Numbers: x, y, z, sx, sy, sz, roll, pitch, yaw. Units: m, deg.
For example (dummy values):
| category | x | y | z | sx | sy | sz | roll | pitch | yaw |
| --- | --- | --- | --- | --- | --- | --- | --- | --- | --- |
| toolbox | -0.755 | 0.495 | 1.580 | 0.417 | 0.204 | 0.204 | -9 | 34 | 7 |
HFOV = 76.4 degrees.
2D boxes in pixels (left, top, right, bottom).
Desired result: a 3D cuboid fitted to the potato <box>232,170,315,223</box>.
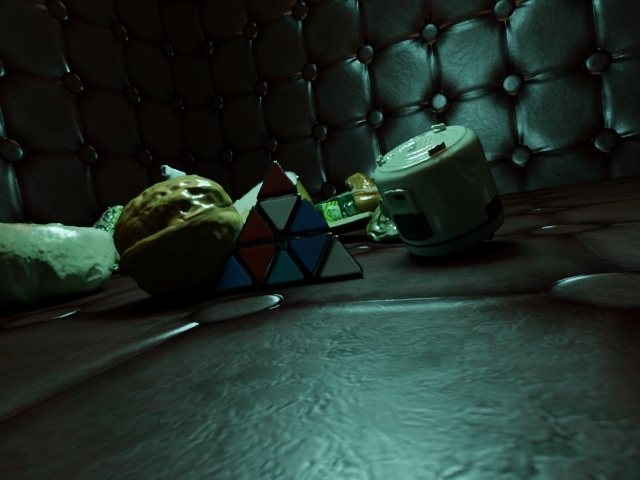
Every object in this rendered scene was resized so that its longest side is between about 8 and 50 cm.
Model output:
| category | x | y | z | sx | sy | sz | roll | pitch | yaw |
| --- | --- | --- | --- | --- | --- | --- | --- | --- | --- |
| potato | -0.135 | -0.016 | 1.053 | 0.300 | 0.196 | 0.246 | -40 | 29 | -16 |

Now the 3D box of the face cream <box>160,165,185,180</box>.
| category | x | y | z | sx | sy | sz | roll | pitch | yaw |
| --- | --- | --- | --- | --- | --- | --- | --- | --- | --- |
| face cream | -0.515 | -0.100 | 1.540 | 0.145 | 0.369 | 0.145 | -9 | 6 | 1 |

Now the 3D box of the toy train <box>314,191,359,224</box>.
| category | x | y | z | sx | sy | sz | roll | pitch | yaw |
| --- | --- | --- | --- | --- | --- | --- | --- | --- | --- |
| toy train | -0.003 | -0.077 | 1.551 | 0.178 | 0.138 | 0.330 | -17 | 0 | -38 |

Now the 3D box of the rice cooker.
| category | x | y | z | sx | sy | sz | roll | pitch | yaw |
| --- | --- | --- | --- | --- | --- | --- | --- | --- | --- |
| rice cooker | 0.234 | -0.089 | 0.817 | 0.226 | 0.244 | 0.226 | -26 | 24 | 13 |

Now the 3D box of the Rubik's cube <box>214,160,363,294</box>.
| category | x | y | z | sx | sy | sz | roll | pitch | yaw |
| --- | --- | --- | --- | --- | --- | --- | --- | --- | --- |
| Rubik's cube | -0.100 | -0.032 | 0.790 | 0.250 | 0.234 | 0.284 | -11 | 6 | -16 |

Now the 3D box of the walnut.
| category | x | y | z | sx | sy | sz | roll | pitch | yaw |
| --- | --- | --- | --- | --- | --- | --- | --- | --- | --- |
| walnut | -0.281 | -0.004 | 0.818 | 0.257 | 0.224 | 0.257 | -30 | 1 | 0 |

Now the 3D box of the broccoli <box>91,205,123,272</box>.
| category | x | y | z | sx | sy | sz | roll | pitch | yaw |
| --- | --- | --- | --- | --- | --- | --- | --- | --- | --- |
| broccoli | -0.839 | -0.002 | 1.726 | 0.338 | 0.277 | 0.317 | 3 | -9 | 30 |

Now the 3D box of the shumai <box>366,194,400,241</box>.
| category | x | y | z | sx | sy | sz | roll | pitch | yaw |
| --- | --- | --- | --- | --- | --- | --- | --- | --- | --- |
| shumai | 0.241 | -0.106 | 1.197 | 0.222 | 0.203 | 0.272 | -10 | 1 | -13 |

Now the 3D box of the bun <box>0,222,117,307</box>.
| category | x | y | z | sx | sy | sz | roll | pitch | yaw |
| --- | --- | --- | --- | --- | --- | --- | --- | --- | --- |
| bun | -0.738 | 0.065 | 1.074 | 0.360 | 0.211 | 0.360 | -1 | -2 | 0 |

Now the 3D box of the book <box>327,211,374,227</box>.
| category | x | y | z | sx | sy | sz | roll | pitch | yaw |
| --- | --- | --- | --- | --- | --- | --- | --- | --- | --- |
| book | 0.063 | -0.040 | 1.406 | 0.322 | 0.018 | 0.228 | -16 | -9 | 27 |

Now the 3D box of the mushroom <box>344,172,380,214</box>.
| category | x | y | z | sx | sy | sz | roll | pitch | yaw |
| --- | --- | --- | --- | --- | --- | --- | --- | --- | --- |
| mushroom | 0.215 | -0.195 | 1.892 | 0.345 | 0.259 | 0.345 | -10 | 5 | 1 |
